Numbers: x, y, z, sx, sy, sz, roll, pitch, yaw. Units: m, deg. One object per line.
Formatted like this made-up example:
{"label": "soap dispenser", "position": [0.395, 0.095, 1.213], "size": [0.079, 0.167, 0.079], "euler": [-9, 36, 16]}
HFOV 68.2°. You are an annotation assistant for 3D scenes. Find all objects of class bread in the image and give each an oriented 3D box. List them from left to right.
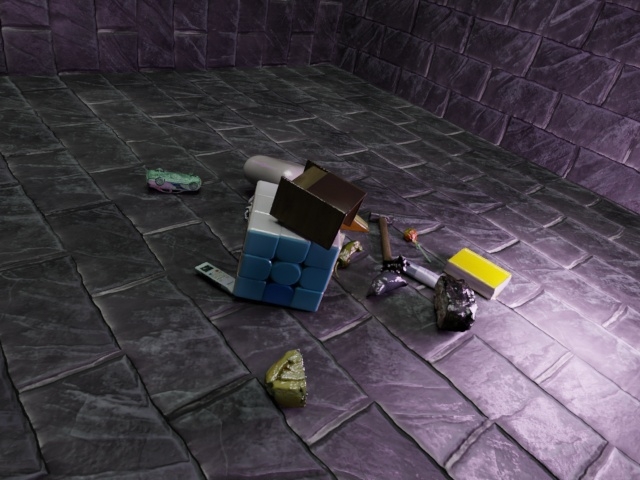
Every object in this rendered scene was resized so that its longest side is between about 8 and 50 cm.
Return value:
{"label": "bread", "position": [-0.096, 0.370, 1.270], "size": [0.110, 0.103, 0.156], "euler": [-6, 31, -6]}
{"label": "bread", "position": [0.152, -0.092, 2.024], "size": [0.139, 0.084, 0.074], "euler": [8, 33, -8]}

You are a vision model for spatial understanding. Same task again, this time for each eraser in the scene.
{"label": "eraser", "position": [0.621, 0.129, 1.865], "size": [0.226, 0.069, 0.157], "euler": [35, 39, 29]}

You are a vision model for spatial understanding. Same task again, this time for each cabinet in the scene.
{"label": "cabinet", "position": [-0.008, -0.109, 1.413], "size": [0.215, 0.148, 0.175], "euler": [31, 36, 9]}

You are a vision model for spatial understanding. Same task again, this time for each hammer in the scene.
{"label": "hammer", "position": [0.268, -0.011, 1.984], "size": [0.111, 0.044, 0.366], "euler": [10, 35, -5]}

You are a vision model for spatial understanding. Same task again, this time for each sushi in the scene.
{"label": "sushi", "position": [0.466, 0.218, 1.635], "size": [0.126, 0.124, 0.225], "euler": [12, 33, 0]}

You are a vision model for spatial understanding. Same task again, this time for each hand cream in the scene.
{"label": "hand cream", "position": [0.401, 0.136, 1.807], "size": [0.255, 0.048, 0.079], "euler": [29, 42, 17]}

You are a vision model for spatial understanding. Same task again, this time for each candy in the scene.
{"label": "candy", "position": [0.410, 0.022, 1.980], "size": [0.060, 0.061, 0.201], "euler": [-5, 45, -24]}

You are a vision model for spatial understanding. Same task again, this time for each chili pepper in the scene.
{"label": "chili pepper", "position": [0.092, 0.055, 1.800], "size": [0.073, 0.072, 0.204], "euler": [27, 36, 18]}

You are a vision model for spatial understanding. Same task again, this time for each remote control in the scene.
{"label": "remote control", "position": [-0.345, 0.128, 1.590], "size": [0.166, 0.029, 0.065], "euler": [27, 30, 21]}

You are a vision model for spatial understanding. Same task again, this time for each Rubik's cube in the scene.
{"label": "Rubik's cube", "position": [-0.111, 0.019, 1.571], "size": [0.290, 0.292, 0.291], "euler": [13, 35, -11]}

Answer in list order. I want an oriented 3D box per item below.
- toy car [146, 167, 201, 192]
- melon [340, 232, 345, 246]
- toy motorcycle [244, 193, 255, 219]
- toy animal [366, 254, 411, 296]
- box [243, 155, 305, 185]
{"label": "toy car", "position": [-0.622, -0.246, 2.008], "size": [0.224, 0.076, 0.090], "euler": [6, 32, -24]}
{"label": "melon", "position": [0.004, -0.005, 1.896], "size": [0.182, 0.054, 0.098], "euler": [16, 49, 6]}
{"label": "toy motorcycle", "position": [-0.208, -0.142, 1.978], "size": [0.220, 0.102, 0.150], "euler": [0, 56, -13]}
{"label": "toy animal", "position": [0.243, 0.158, 1.717], "size": [0.210, 0.121, 0.117], "euler": [-46, 108, -34]}
{"label": "box", "position": [-0.147, -0.267, 2.031], "size": [0.288, 0.141, 0.348], "euler": [3, 16, -42]}
